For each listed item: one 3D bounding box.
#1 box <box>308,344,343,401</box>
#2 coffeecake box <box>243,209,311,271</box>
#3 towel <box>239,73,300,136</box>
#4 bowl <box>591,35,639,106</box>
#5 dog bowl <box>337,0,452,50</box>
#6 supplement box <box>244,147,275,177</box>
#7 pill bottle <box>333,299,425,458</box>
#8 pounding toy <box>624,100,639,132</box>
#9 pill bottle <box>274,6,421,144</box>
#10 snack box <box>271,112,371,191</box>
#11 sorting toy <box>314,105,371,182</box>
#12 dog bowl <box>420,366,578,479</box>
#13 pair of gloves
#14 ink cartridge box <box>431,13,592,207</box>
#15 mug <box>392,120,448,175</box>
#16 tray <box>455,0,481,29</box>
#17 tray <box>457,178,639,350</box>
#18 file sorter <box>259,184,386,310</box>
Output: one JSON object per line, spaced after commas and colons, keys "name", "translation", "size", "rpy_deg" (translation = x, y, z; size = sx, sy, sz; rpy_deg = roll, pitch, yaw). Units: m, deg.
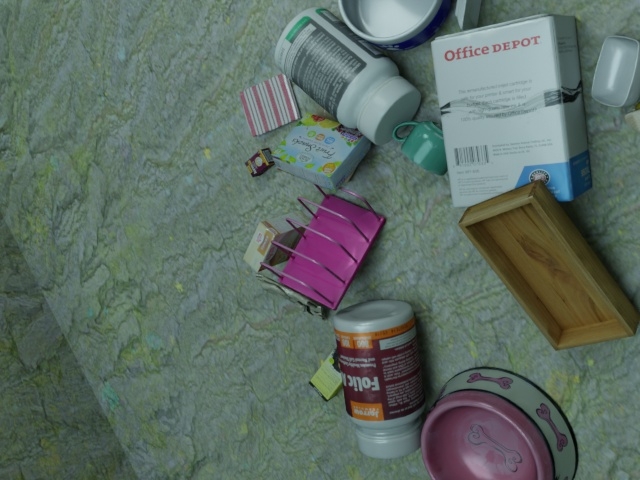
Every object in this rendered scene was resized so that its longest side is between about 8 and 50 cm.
{"name": "box", "translation": [0.057, 0.384, 2.210], "size": [0.087, 0.058, 0.232], "rpy_deg": [44, 126, 19]}
{"name": "coffeecake box", "translation": [-0.123, 0.000, 2.154], "size": [0.068, 0.185, 0.142], "rpy_deg": [42, 125, 21]}
{"name": "towel", "translation": [-0.149, -0.400, 2.162], "size": [0.197, 0.029, 0.144], "rpy_deg": [-14, 94, 37]}
{"name": "bowl", "translation": [0.634, -0.350, 1.522], "size": [0.142, 0.053, 0.142], "rpy_deg": [-115, 32, -67]}
{"name": "dog bowl", "translation": [0.180, -0.595, 1.751], "size": [0.265, 0.104, 0.264], "rpy_deg": [-1, 88, 26]}
{"name": "supplement box", "translation": [-0.182, -0.238, 2.222], "size": [0.083, 0.043, 0.055], "rpy_deg": [-35, 82, 39]}
{"name": "pill bottle", "translation": [0.169, 0.379, 2.013], "size": [0.224, 0.224, 0.392], "rpy_deg": [-2, 102, 38]}
{"name": "pounding toy", "translation": [0.731, -0.288, 1.430], "size": [0.270, 0.155, 0.154], "rpy_deg": [-27, 90, 39]}
{"name": "pill bottle", "translation": [0.070, -0.419, 1.871], "size": [0.361, 0.204, 0.204], "rpy_deg": [44, 125, 20]}
{"name": "snack box", "translation": [0.002, -0.239, 1.950], "size": [0.207, 0.174, 0.070], "rpy_deg": [24, 155, 33]}
{"name": "sorting toy", "translation": [0.055, -0.294, 2.032], "size": [0.193, 0.038, 0.208], "rpy_deg": [44, 129, 20]}
{"name": "dog bowl", "translation": [0.443, 0.547, 1.902], "size": [0.408, 0.150, 0.407], "rpy_deg": [11, 109, 35]}
{"name": "pair of gloves", "translation": [-0.088, 0.169, 2.155], "size": [0.204, 0.240, 0.042], "rpy_deg": [26, 83, 19]}
{"name": "ink cartridge box", "translation": [0.434, -0.287, 1.652], "size": [0.286, 0.166, 0.394], "rpy_deg": [-1, 103, 37]}
{"name": "mug", "translation": [0.268, -0.241, 1.803], "size": [0.097, 0.158, 0.129], "rpy_deg": [-57, 28, 23]}
{"name": "tray", "translation": [0.346, -0.615, 1.637], "size": [0.030, 0.145, 0.270], "rpy_deg": [15, 112, 22]}
{"name": "tray", "translation": [0.515, 0.065, 1.641], "size": [0.203, 0.076, 0.411], "rpy_deg": [-24, 112, 47]}
{"name": "file sorter", "translation": [0.000, 0.000, 1.975], "size": [0.202, 0.182, 0.290], "rpy_deg": [25, 81, 30]}
